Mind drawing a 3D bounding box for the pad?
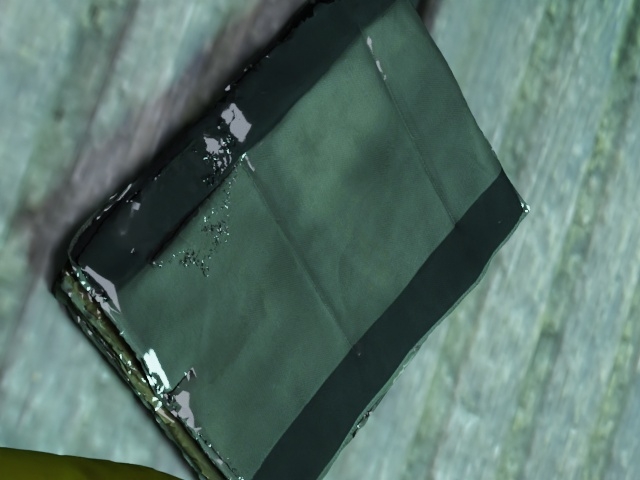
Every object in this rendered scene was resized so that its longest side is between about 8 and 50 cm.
[{"bbox_3d":[0.000,0.000,0.750,0.233,0.022,0.174,-48,120,-29],"label":"pad"}]

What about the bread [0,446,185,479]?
[{"bbox_3d":[-0.196,0.135,0.527,0.383,0.112,0.166,15,80,-39],"label":"bread"}]
